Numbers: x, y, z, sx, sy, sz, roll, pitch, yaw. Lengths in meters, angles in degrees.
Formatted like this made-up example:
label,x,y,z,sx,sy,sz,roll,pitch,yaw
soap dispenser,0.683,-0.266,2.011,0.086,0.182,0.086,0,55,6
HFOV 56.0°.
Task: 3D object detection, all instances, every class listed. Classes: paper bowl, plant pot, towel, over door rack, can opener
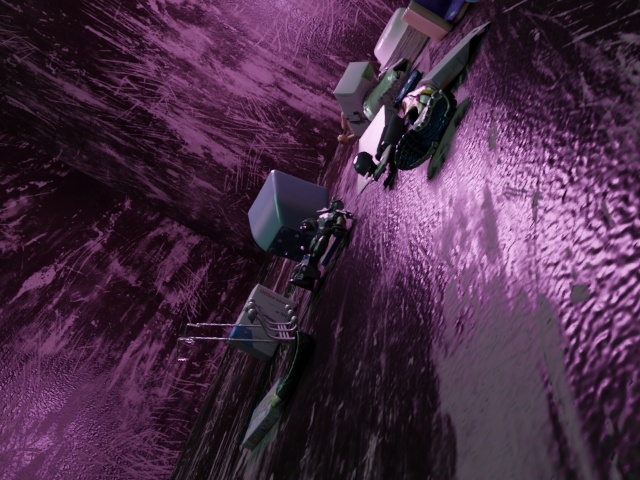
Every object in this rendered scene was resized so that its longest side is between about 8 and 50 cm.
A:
label,x,y,z,sx,sy,sz,roll,pitch,yaw
paper bowl,0.311,-0.769,2.307,0.284,0.148,0.284,-61,8,14
plant pot,-0.114,-0.067,2.265,0.247,0.248,0.252,-56,27,34
towel,0.278,-0.486,1.916,0.119,0.029,0.067,-59,7,22
over door rack,-0.224,0.227,1.629,0.239,0.325,0.108,-165,67,-83
can opener,0.157,-0.255,1.612,0.076,0.095,0.283,-54,11,41

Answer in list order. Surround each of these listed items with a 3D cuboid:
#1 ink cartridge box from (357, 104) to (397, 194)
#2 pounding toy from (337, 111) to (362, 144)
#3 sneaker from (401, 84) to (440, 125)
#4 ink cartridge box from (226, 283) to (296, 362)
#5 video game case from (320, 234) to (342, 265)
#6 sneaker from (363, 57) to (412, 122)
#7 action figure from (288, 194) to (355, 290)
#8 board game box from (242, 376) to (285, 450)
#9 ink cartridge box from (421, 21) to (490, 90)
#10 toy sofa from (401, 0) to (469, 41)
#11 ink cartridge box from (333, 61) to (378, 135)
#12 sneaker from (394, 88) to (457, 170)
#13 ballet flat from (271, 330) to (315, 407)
label,x,y,z,sx,sy,sz,roll,pitch,yaw
ink cartridge box,0.172,-0.266,1.816,0.181,0.056,0.224,129,149,-53
pounding toy,0.182,-0.470,2.371,0.269,0.155,0.154,-51,-21,4
sneaker,0.227,-0.313,1.452,0.083,0.070,0.185,-57,6,-8
ink cartridge box,-0.178,0.250,1.830,0.190,0.140,0.082,-66,7,-29
video game case,0.034,0.003,1.807,0.119,0.015,0.166,-59,7,11
sneaker,0.235,-0.517,2.072,0.118,0.110,0.292,-31,31,56
action figure,0.000,0.000,1.689,0.284,0.099,0.185,-67,19,-8
board game box,-0.124,0.394,1.369,0.154,0.026,0.103,-56,9,37
ink cartridge box,0.323,-0.427,1.414,0.179,0.045,0.145,-42,10,8
toy sofa,0.400,-0.804,1.804,0.362,0.150,0.177,-62,6,-5
ink cartridge box,0.150,-0.504,2.162,0.219,0.093,0.160,56,-129,-47
sneaker,0.213,-0.216,1.241,0.190,0.071,0.083,-54,-1,-11
ballet flat,-0.067,0.280,1.313,0.173,0.049,0.057,-64,7,-18
